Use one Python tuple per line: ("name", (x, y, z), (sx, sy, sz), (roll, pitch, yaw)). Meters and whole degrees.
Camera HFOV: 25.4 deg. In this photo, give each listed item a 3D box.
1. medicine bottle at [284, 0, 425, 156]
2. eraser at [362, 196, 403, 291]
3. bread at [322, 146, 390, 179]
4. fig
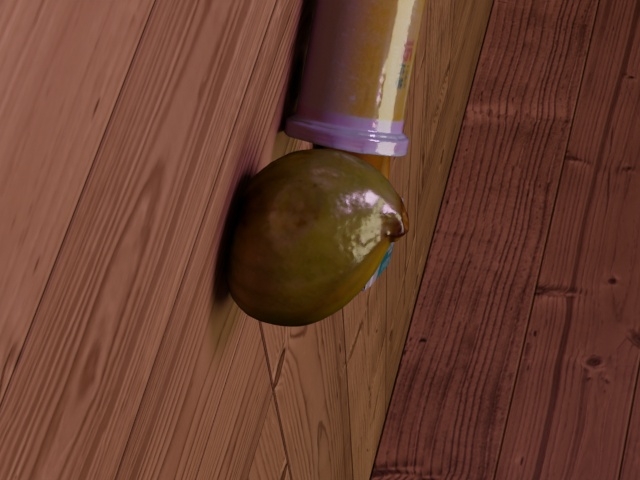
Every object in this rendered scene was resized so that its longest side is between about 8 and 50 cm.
("medicine bottle", (0.060, -0.287, 1.170), (0.108, 0.108, 0.425), (-39, 141, -76))
("eraser", (0.060, -0.002, 1.774), (0.225, 0.052, 0.095), (-35, 139, -77))
("bread", (0.034, -0.074, 1.420), (0.092, 0.074, 0.239), (-78, 175, -49))
("fig", (-0.011, -0.004, 1.104), (0.153, 0.121, 0.136), (-52, -177, 37))
